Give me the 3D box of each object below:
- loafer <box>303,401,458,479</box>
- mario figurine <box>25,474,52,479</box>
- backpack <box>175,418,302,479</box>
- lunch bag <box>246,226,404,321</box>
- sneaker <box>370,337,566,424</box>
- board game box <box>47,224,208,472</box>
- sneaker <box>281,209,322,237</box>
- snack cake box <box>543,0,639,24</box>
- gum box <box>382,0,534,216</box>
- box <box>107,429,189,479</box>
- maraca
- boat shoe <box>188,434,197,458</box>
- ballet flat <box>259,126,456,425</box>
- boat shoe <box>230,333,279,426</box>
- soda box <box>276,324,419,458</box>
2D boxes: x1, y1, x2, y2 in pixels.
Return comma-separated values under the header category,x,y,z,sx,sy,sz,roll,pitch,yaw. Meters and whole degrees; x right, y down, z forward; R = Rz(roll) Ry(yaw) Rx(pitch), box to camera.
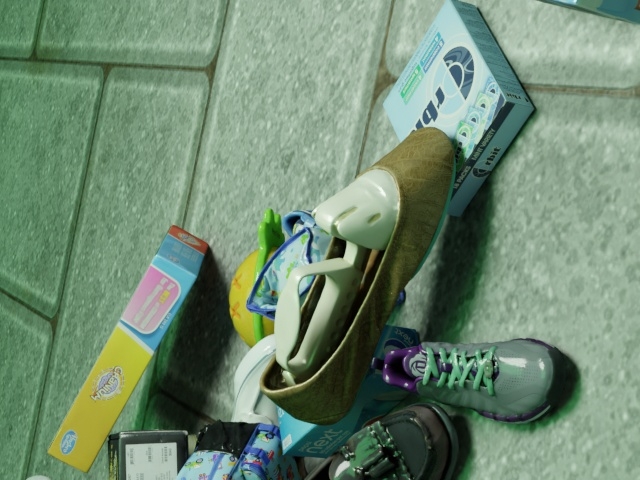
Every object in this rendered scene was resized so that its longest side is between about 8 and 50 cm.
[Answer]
category,x,y,z,sx,sy,sz,roll,pitch,yaw
loafer,0.036,0.274,1.456,0.302,0.095,0.109,-49,59,45
mario figurine,-0.487,0.512,2.241,0.198,0.170,0.320,58,151,3
backpack,-0.103,0.312,1.582,0.117,0.173,0.158,-5,113,22
lunch bag,0.003,0.057,1.569,0.151,0.129,0.096,-37,50,50
sneaker,0.141,0.135,1.328,0.224,0.098,0.083,-13,70,59
board game box,-0.268,0.146,1.923,0.316,0.064,0.242,-60,6,9
sneaker,0.000,0.000,1.663,0.144,0.059,0.053,34,108,58
snack cake box,0.267,-0.348,1.271,0.152,0.089,0.264,33,110,60
gum box,0.145,-0.145,1.471,0.157,0.041,0.184,-58,35,33
box,-0.218,0.440,1.734,0.318,0.097,0.394,140,128,-78
maraca,-0.063,0.054,1.705,0.127,0.099,0.185,44,-133,-78
boat shoe,-0.216,0.339,1.947,0.153,0.048,0.056,-61,34,29
ballet flat,0.027,0.031,1.409,0.116,0.124,0.342,36,104,49
boat shoe,-0.066,0.236,1.687,0.084,0.095,0.258,54,138,48
soda box,0.031,0.173,1.538,0.210,0.071,0.067,-47,43,44
